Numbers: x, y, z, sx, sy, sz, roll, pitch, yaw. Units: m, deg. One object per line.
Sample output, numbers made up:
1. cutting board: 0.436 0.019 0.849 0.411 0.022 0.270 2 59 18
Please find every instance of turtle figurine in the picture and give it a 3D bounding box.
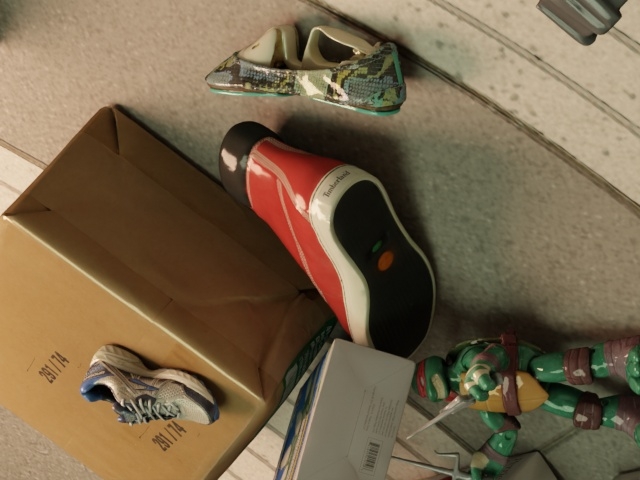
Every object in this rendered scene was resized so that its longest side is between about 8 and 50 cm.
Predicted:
1. turtle figurine: 0.159 0.131 1.416 0.234 0.118 0.175 -4 148 16

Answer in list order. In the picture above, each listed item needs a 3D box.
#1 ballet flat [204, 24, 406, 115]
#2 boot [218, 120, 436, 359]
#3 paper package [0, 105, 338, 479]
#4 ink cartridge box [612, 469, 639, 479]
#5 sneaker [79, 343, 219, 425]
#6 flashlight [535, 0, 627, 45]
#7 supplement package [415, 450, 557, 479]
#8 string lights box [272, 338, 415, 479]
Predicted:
1. ballet flat: -0.012 -0.143 1.340 0.188 0.070 0.070 9 135 31
2. boot: 0.000 0.000 1.467 0.176 0.088 0.244 28 154 40
3. paper package: -0.174 0.083 1.615 0.309 0.168 0.325 36 143 1
4. ink cartridge box: 0.338 0.255 1.445 0.127 0.072 0.175 49 142 -14
5. sneaker: -0.152 0.142 1.473 0.135 0.058 0.052 17 139 24
6. flashlight: 0.092 -0.259 1.085 0.304 0.103 0.103 40 144 -3
7. supplement package: 0.112 0.342 1.623 0.293 0.177 0.175 -24 101 49
8. string lights box: 0.014 0.184 1.512 0.077 0.133 0.259 17 164 -3
